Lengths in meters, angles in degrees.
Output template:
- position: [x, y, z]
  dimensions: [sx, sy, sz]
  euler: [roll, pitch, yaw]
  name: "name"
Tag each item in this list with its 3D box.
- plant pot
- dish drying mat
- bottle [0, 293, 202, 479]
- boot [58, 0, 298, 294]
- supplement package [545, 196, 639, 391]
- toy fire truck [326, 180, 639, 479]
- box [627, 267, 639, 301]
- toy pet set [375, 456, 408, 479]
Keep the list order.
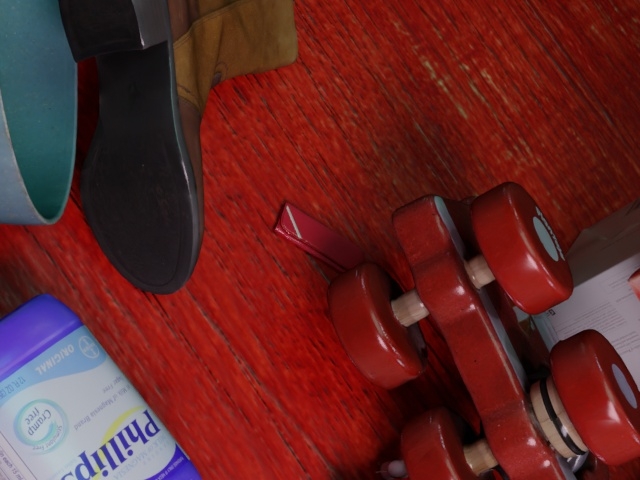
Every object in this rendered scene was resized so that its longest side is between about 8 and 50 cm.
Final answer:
- position: [-0.278, -0.149, 0.852]
  dimensions: [0.195, 0.290, 0.290]
  euler: [-3, 64, -1]
  name: "plant pot"
- position: [0.000, 0.000, 1.109]
  dimensions: [0.083, 0.008, 0.032]
  euler: [32, 51, -17]
  name: "dish drying mat"
- position: [-0.137, 0.174, 0.867]
  dimensions: [0.283, 0.092, 0.118]
  euler: [53, 48, 0]
  name: "bottle"
- position: [-0.095, -0.121, 1.053]
  dimensions: [0.280, 0.096, 0.264]
  euler: [-42, 120, -61]
  name: "boot"
- position: [0.338, 0.064, 1.184]
  dimensions: [0.203, 0.194, 0.149]
  euler: [47, 50, -5]
  name: "supplement package"
- position: [0.157, 0.096, 1.064]
  dimensions: [0.302, 0.169, 0.254]
  euler: [64, 21, 12]
  name: "toy fire truck"
- position: [0.402, 0.005, 1.032]
  dimensions: [0.300, 0.154, 0.142]
  euler: [-29, 85, -38]
  name: "box"
- position: [0.056, 0.227, 1.011]
  dimensions: [0.114, 0.065, 0.122]
  euler: [27, 48, -66]
  name: "toy pet set"
